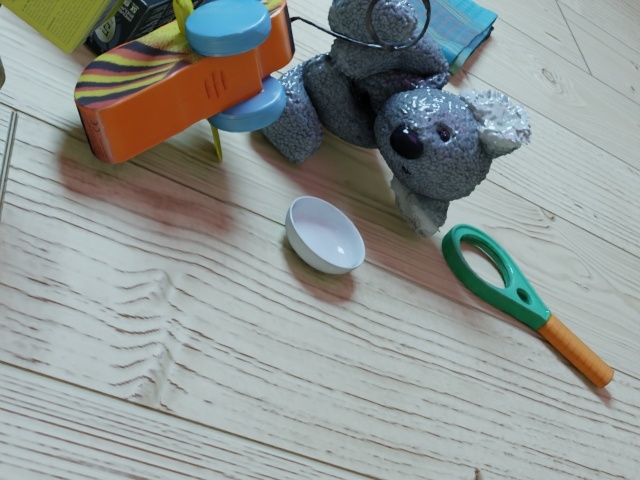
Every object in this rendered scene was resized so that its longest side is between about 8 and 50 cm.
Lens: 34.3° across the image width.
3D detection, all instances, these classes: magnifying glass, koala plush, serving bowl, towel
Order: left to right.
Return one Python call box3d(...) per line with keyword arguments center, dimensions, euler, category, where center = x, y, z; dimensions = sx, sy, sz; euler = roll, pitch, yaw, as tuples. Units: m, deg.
box3d(center=(0.000, 0.000, 0.943), dimensions=(0.083, 0.027, 0.083), euler=(27, 36, -22), category="serving bowl")
box3d(center=(0.093, -0.399, 1.494), dimensions=(0.370, 0.040, 0.271), euler=(42, 32, -1), category="towel")
box3d(center=(0.089, -0.128, 1.046), dimensions=(0.221, 0.196, 0.203), euler=(43, 22, 8), category="koala plush")
box3d(center=(0.221, 0.069, 1.104), dimensions=(0.231, 0.026, 0.092), euler=(45, 32, 1), category="magnifying glass")

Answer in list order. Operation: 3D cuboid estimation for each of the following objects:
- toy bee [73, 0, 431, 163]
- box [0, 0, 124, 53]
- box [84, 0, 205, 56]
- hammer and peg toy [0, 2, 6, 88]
box3d(center=(-0.081, -0.162, 0.912), dimensions=(0.298, 0.195, 0.162), euler=(-6, 32, -29), category="toy bee")
box3d(center=(-0.234, -0.229, 0.695), dimensions=(0.232, 0.058, 0.087), euler=(39, 31, -9), category="box")
box3d(center=(-0.191, -0.263, 0.994), dimensions=(0.147, 0.077, 0.180), euler=(42, 33, -1), category="box")
box3d(center=(-0.375, -0.253, 0.737), dimensions=(0.266, 0.127, 0.361), euler=(7, 47, -43), category="hammer and peg toy")
